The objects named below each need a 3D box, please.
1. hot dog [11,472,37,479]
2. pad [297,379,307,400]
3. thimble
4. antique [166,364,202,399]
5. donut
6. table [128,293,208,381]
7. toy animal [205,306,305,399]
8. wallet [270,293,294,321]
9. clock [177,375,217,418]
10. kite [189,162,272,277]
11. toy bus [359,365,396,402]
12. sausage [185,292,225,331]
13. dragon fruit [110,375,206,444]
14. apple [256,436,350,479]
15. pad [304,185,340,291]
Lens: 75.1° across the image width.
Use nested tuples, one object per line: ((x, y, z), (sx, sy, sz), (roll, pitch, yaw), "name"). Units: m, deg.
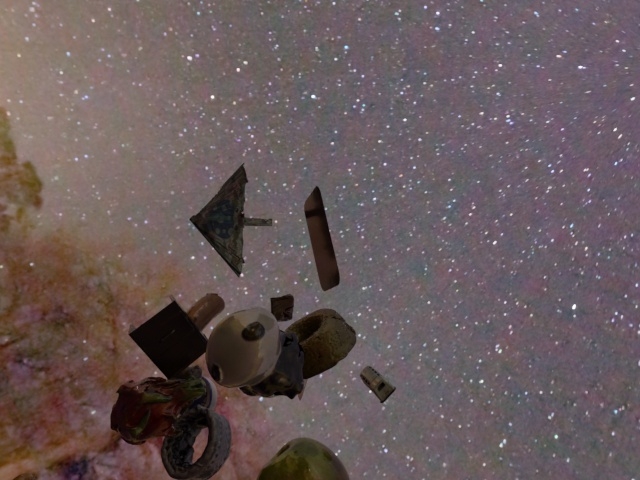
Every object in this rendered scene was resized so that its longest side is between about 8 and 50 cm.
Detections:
((-1.063, 0.886, 1.367), (0.068, 0.249, 0.100), (24, -52, 23), "hot dog")
((-0.058, 0.601, 1.937), (0.004, 0.267, 0.181), (19, -14, -2), "pad")
((-0.448, 0.748, 1.532), (0.216, 0.246, 0.157), (6, -31, 20), "thimble")
((-0.569, 0.575, 1.599), (0.121, 0.256, 0.143), (55, -11, 35), "antique")
((-0.031, 0.313, 1.291), (0.271, 0.272, 0.107), (-17, -73, 44), "donut")
((-0.486, 0.308, 1.346), (0.193, 0.169, 0.172), (57, -19, -13), "table")
((-0.173, 0.280, 1.053), (0.212, 0.213, 0.267), (7, -30, 39), "toy animal")
((-0.151, 0.271, 1.635), (0.176, 0.095, 0.026), (99, -19, -49), "wallet")
((-0.642, 0.805, 2.120), (0.230, 0.230, 0.083), (33, -10, 27), "clock")
((-0.292, -0.070, 1.436), (0.014, 0.368, 0.407), (5, -86, 37), "kite")
((0.229, 0.590, 1.738), (0.089, 0.087, 0.194), (49, -9, -14), "toy bus")
((-0.465, 0.302, 1.569), (0.108, 0.271, 0.109), (12, -54, 17), "sausage")
((-0.468, 0.478, 1.211), (0.199, 0.269, 0.200), (68, -25, 6), "dragon fruit")
((-0.064, 0.858, 1.411), (0.339, 0.339, 0.340), (17, -62, 36), "apple")
((0.000, 0.000, 1.125), (0.176, 0.002, 0.267), (137, -58, -69), "pad")
